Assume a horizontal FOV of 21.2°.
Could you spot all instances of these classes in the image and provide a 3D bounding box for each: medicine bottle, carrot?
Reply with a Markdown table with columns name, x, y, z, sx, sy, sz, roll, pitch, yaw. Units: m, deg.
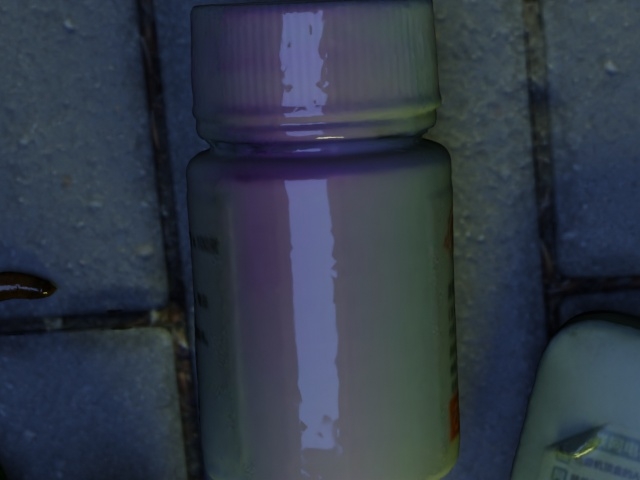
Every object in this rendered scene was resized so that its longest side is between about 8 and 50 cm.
| name | x | y | z | sx | sy | sz | roll | pitch | yaw |
| --- | --- | --- | --- | --- | --- | --- | --- | --- | --- |
| medicine bottle | 0.000 | 0.000 | 1.378 | 0.219 | 0.219 | 0.388 | -2 | 100 | 10 |
| carrot | -0.318 | 0.043 | 1.536 | 0.165 | 0.035 | 0.036 | 2 | 100 | 7 |

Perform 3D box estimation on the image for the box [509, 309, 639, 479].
| name | x | y | z | sx | sy | sz | roll | pitch | yaw |
| --- | --- | --- | --- | --- | --- | --- | --- | --- | --- |
| box | 0.338 | 0.282 | 1.398 | 0.395 | 0.111 | 0.397 | 15 | 98 | 16 |

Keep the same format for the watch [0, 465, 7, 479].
| name | x | y | z | sx | sy | sz | roll | pitch | yaw |
| --- | --- | --- | --- | --- | --- | --- | --- | --- | --- |
| watch | -0.363 | 0.257 | 1.549 | 0.152 | 0.131 | 0.165 | 19 | 98 | -13 |
